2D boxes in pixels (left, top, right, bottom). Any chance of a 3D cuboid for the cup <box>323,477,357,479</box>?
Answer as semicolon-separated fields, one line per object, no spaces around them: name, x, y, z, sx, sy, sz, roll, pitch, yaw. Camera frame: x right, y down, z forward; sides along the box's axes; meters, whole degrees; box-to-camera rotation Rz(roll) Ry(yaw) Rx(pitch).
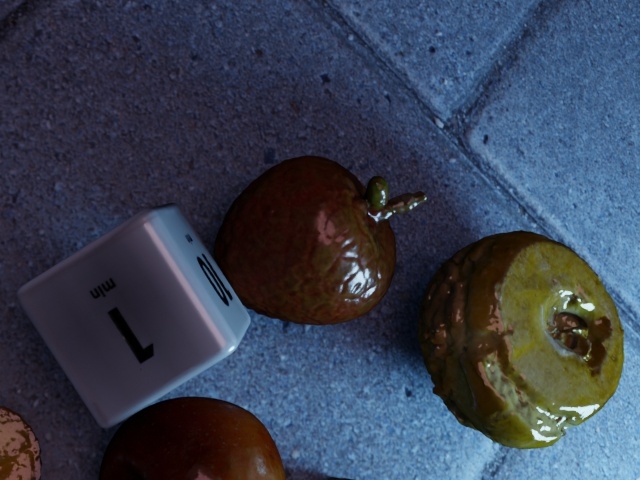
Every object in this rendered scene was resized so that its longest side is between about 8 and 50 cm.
cup;0.026;0.367;1.241;0.102;0.099;0.074;12;73;-23

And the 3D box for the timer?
timer;-0.220;0.084;1.102;0.194;0.192;0.195;-33;94;3

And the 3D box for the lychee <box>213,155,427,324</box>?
lychee;0.000;0.000;1.228;0.255;0.299;0.255;-15;90;-69

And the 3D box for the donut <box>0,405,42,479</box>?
donut;-0.427;0.282;1.055;0.174;0.074;0.190;19;70;-21

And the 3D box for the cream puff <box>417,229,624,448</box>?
cream puff;0.288;0.153;1.342;0.327;0.231;0.343;30;61;-22

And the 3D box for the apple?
apple;-0.158;0.301;1.104;0.201;0.218;0.218;19;69;-48
